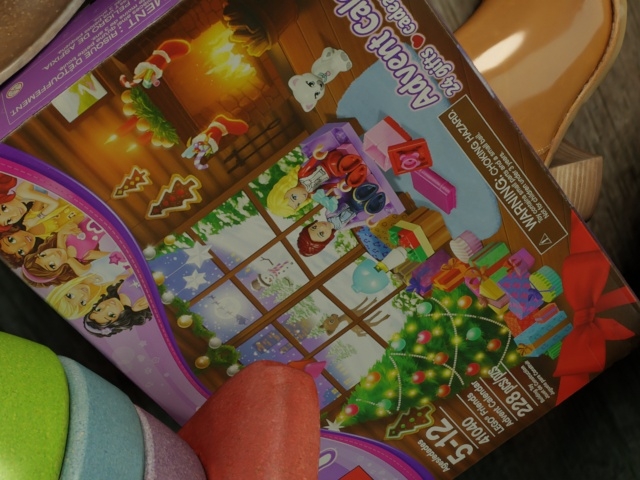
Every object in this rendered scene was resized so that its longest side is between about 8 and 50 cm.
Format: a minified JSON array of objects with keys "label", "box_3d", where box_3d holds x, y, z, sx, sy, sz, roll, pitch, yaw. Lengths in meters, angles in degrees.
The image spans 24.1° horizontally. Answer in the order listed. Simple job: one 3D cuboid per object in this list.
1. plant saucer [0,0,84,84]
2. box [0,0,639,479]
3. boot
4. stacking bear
[{"label":"plant saucer","box_3d":[-0.199,-0.183,0.522,0.310,0.050,0.311,-10,109,-32]},{"label":"box","box_3d":[0.000,0.000,0.666,0.201,0.057,0.293,-37,125,7]},{"label":"boot","box_3d":[0.069,-0.082,0.733,0.152,0.073,0.197,-10,105,-28]},{"label":"stacking bear","box_3d":[-0.165,0.090,0.555,0.289,0.164,0.175,27,128,-24]}]
